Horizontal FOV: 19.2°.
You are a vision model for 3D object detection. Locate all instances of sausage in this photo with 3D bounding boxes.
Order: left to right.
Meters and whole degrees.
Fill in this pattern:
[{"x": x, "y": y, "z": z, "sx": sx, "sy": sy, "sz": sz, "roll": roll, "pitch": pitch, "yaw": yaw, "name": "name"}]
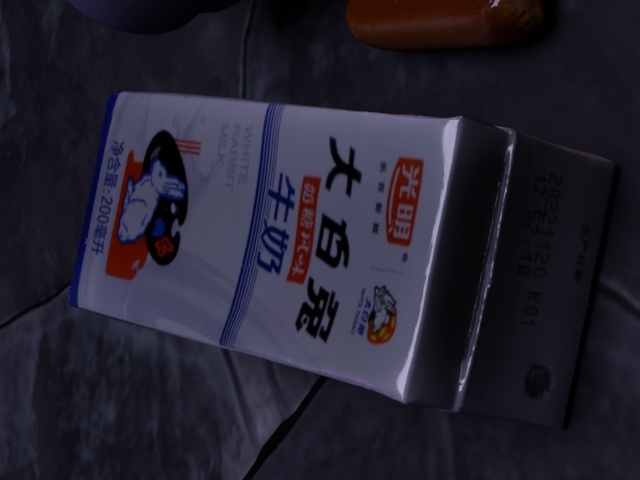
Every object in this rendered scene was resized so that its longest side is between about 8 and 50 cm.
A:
[{"x": 0.063, "y": -0.115, "z": 0.945, "sx": 0.131, "sy": 0.039, "sz": 0.041, "roll": 6, "pitch": 78, "yaw": 55, "name": "sausage"}]

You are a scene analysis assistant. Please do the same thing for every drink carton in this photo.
[{"x": 0.000, "y": 0.000, "z": 0.944, "sx": 0.315, "sy": 0.107, "sz": 0.130, "roll": 10, "pitch": 90, "yaw": 55, "name": "drink carton"}]

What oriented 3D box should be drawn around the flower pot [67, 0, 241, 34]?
[{"x": -0.080, "y": -0.251, "z": 1.028, "sx": 0.243, "sy": 0.265, "sz": 0.265, "roll": -58, "pitch": 38, "yaw": 45, "name": "flower pot"}]
